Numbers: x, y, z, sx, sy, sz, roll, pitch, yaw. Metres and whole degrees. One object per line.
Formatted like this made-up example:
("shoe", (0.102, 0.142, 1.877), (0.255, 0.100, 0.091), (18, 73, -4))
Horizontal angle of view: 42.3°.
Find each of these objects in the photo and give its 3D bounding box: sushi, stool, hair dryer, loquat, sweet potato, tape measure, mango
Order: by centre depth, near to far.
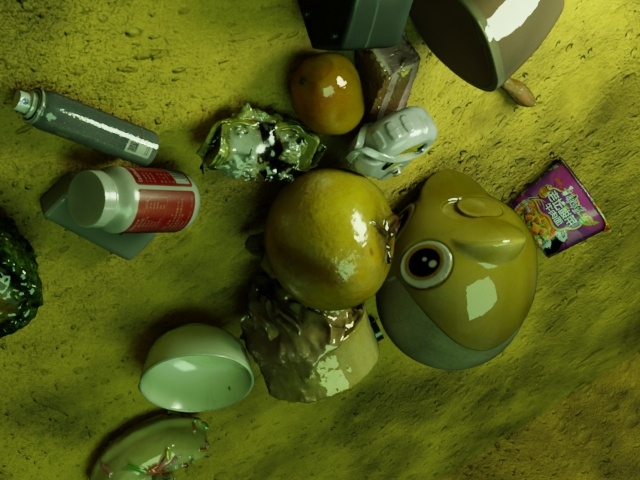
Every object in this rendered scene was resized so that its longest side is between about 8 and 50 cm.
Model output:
("stool", (0.059, -0.454, 1.503), (0.141, 0.232, 0.232), (-9, 134, -27))
("sushi", (-0.711, 0.075, 1.517), (0.352, 0.178, 0.294), (-22, 137, -10))
("sushi", (-0.115, -0.198, 1.702), (0.291, 0.131, 0.139), (1, 140, -35))
("mango", (0.017, -0.293, 1.709), (0.151, 0.120, 0.221), (-33, 149, -5))
("tape measure", (0.162, -0.216, 1.824), (0.197, 0.120, 0.236), (-31, 170, 18))
("loquat", (0.000, 0.000, 1.857), (0.359, 0.328, 0.328), (-5, 146, 19))
("sweet potato", (0.459, -0.383, 1.995), (0.050, 0.050, 0.214), (-45, 134, 12))
("hair dryer", (0.099, 0.227, 2.346), (0.114, 0.070, 0.248), (-31, 137, -5))

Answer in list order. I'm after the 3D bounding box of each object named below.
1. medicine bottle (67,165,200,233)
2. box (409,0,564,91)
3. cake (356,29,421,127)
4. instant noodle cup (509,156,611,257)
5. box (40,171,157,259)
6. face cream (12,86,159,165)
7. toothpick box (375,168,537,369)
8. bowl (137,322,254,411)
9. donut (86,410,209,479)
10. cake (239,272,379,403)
("medicine bottle", (-0.358, -0.078, 1.608), (0.250, 0.131, 0.131), (-3, 133, -55))
("box", (0.325, -0.478, 1.631), (0.216, 0.301, 0.301), (-42, 141, -4))
("cake", (0.145, -0.328, 1.782), (0.116, 0.113, 0.295), (-24, 152, -11))
("instant noodle cup", (0.660, -0.079, 2.309), (0.190, 0.251, 0.251), (-35, 142, 13))
("box", (-0.446, -0.046, 1.682), (0.103, 0.055, 0.243), (-43, 140, 9))
("face cream", (-0.427, -0.210, 1.512), (0.283, 0.073, 0.073), (19, 117, -46))
("toothpick box", (0.340, 0.080, 2.099), (0.409, 0.409, 0.425), (-11, 129, -27))
("bowl", (-0.304, 0.297, 2.033), (0.277, 0.145, 0.277), (-3, 141, -3))
("donut", (-0.476, 0.639, 2.282), (0.307, 0.150, 0.371), (2, 129, -36))
("cake", (-0.044, 0.192, 2.044), (0.332, 0.332, 0.321), (-26, 115, -11))
